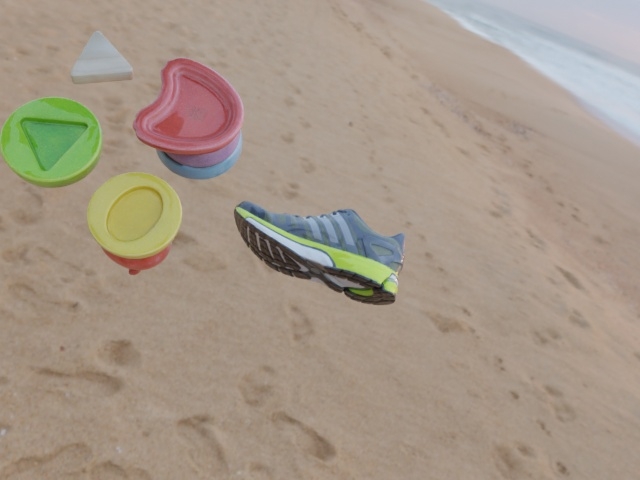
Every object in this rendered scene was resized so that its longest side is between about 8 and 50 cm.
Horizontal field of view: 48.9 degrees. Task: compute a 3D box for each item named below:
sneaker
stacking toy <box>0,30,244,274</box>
[{"bbox_3d":[0.000,0.000,1.139,0.300,0.111,0.121,23,61,10],"label":"sneaker"},{"bbox_3d":[-0.274,-0.124,1.013,0.280,0.130,0.308,29,66,4],"label":"stacking toy"}]
